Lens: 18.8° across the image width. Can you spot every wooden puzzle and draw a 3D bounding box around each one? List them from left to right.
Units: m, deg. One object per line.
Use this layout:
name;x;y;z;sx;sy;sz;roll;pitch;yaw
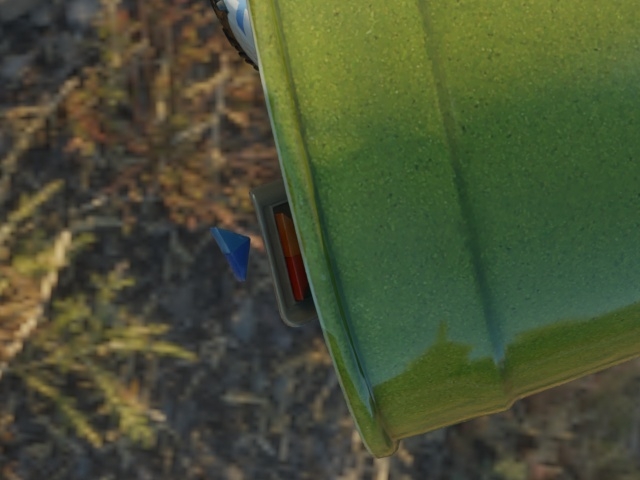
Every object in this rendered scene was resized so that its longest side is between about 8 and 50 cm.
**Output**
wooden puzzle;0.000;0.000;0.975;0.116;0.014;0.078;-30;103;-39

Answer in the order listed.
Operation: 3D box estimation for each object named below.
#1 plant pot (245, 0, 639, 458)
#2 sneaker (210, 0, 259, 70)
plant pot;0.163;-0.106;0.957;0.366;0.353;0.366;-12;90;-85
sneaker;-0.023;-0.170;1.586;0.086;0.237;0.085;-37;161;-7
